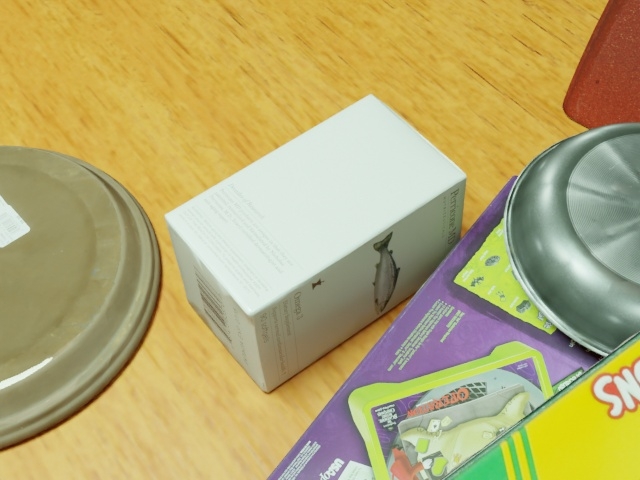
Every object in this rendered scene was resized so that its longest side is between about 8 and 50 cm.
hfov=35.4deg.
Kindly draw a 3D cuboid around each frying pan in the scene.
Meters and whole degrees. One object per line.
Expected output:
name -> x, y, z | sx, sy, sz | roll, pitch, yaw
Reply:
frying pan -> 0.248, 0.042, 0.631 | 0.197, 0.053, 0.326 | -20, 58, -15

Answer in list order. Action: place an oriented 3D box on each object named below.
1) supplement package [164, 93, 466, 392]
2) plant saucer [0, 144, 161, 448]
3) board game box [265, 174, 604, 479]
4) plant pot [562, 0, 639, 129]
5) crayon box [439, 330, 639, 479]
supplement package -> 0.000, 0.000, 0.701 | 0.179, 0.105, 0.105 | -33, 57, -19
plant saucer -> -0.258, 0.027, 0.739 | 0.277, 0.041, 0.278 | -2, 51, 3
board game box -> 0.124, 0.121, 0.639 | 0.208, 0.056, 0.347 | 27, 59, 27
plant pot -> 0.375, -0.196, 0.747 | 0.267, 0.236, 0.267 | 32, 61, 25
crayon box -> 0.233, 0.186, 0.487 | 0.362, 0.106, 0.313 | -32, 76, -19
